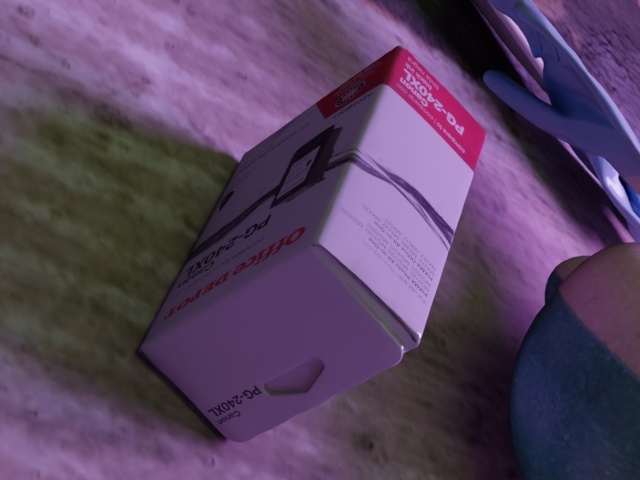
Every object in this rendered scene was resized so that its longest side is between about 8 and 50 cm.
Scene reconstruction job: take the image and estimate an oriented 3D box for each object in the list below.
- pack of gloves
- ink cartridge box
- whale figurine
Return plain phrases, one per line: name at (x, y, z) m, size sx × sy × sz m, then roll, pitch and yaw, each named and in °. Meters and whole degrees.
pack of gloves at (0.146, -0.052, 0.934) m, size 0.232 × 0.046 × 0.195 m, roll 53°, pitch 2°, yaw -5°
ink cartridge box at (0.000, 0.000, 0.695) m, size 0.063 × 0.109 × 0.150 m, roll 46°, pitch 37°, yaw -17°
whale figurine at (0.187, 0.103, 0.844) m, size 0.216 × 0.141 × 0.272 m, roll 43°, pitch 8°, yaw 17°
